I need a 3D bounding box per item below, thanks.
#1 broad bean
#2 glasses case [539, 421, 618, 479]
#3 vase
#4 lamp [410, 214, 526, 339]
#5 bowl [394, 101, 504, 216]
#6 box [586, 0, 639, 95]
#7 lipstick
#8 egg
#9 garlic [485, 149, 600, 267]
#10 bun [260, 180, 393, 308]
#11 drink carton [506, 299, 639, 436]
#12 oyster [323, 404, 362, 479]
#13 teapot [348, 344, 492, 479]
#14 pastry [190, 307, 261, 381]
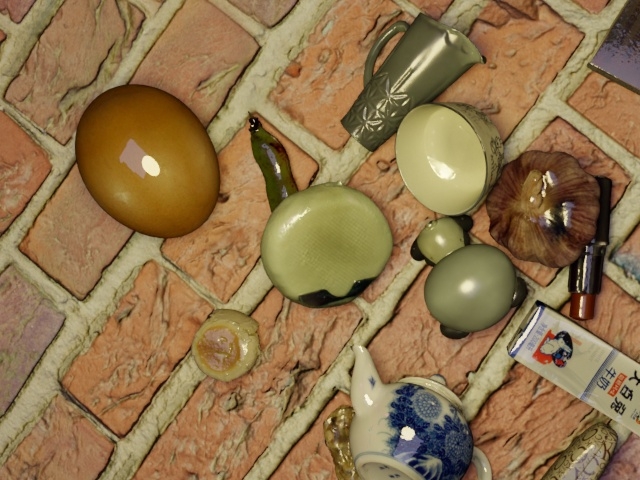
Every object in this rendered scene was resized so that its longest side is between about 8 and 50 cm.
[{"bbox_3d":[-0.093,-0.131,1.679,0.077,0.061,0.339,-19,86,16],"label":"broad bean"},{"bbox_3d":[0.481,0.519,1.532,0.085,0.137,0.355,37,97,16],"label":"glasses case"},{"bbox_3d":[0.171,-0.336,1.594,0.301,0.156,0.251,-47,55,14],"label":"vase"},{"bbox_3d":[0.293,0.071,1.554,0.197,0.198,0.244,-33,63,10],"label":"lamp"},{"bbox_3d":[0.276,-0.181,1.537,0.238,0.126,0.238,28,131,37],"label":"bowl"},{"bbox_3d":[0.731,-0.355,1.522,0.325,0.047,0.180,32,97,10],"label":"box"},{"bbox_3d":[0.548,0.015,1.543,0.081,0.081,0.300,4,90,11],"label":"lipstick"},{"bbox_3d":[-0.368,-0.168,1.623,0.282,0.282,0.351,-33,94,10],"label":"egg"},{"bbox_3d":[0.432,-0.064,1.496,0.245,0.160,0.245,0,91,39],"label":"garlic"},{"bbox_3d":[0.000,0.000,1.602,0.283,0.179,0.283,-7,112,-17],"label":"bun"},{"bbox_3d":[0.547,0.258,1.535,0.315,0.106,0.130,31,98,8],"label":"drink carton"},{"bbox_3d":[0.106,0.524,1.645,0.128,0.078,0.345,-22,83,2],"label":"oyster"},{"bbox_3d":[0.198,0.385,1.550,0.424,0.280,0.252,43,140,-10],"label":"teapot"},{"bbox_3d":[-0.210,0.235,1.693,0.166,0.088,0.166,0,90,9],"label":"pastry"}]
